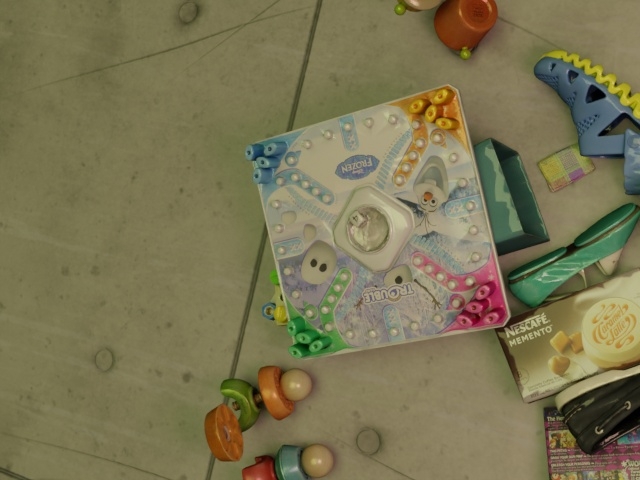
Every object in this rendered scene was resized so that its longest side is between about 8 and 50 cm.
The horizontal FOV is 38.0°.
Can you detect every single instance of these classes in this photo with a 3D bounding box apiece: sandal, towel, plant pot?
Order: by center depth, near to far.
[{"bbox_3d":[0.463,-0.189,1.505,0.317,0.126,0.138,44,106,23],"label":"sandal"},{"bbox_3d":[0.232,-0.041,1.570,0.234,0.166,0.165,-23,76,25],"label":"plant pot"},{"bbox_3d":[0.415,-0.125,1.576,0.083,0.009,0.060,-30,73,17],"label":"towel"}]

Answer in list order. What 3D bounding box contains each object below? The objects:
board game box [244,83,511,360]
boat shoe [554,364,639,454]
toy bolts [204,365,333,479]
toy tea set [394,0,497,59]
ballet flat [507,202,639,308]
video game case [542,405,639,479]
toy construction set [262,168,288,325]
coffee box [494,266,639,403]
[{"bbox_3d":[0.079,-0.018,1.520,0.390,0.050,0.389,-13,88,27],"label":"board game box"},{"bbox_3d":[0.525,0.229,1.383,0.340,0.127,0.113,-22,57,16],"label":"boat shoe"},{"bbox_3d":[-0.079,0.347,1.647,0.159,0.218,0.228,-20,95,14],"label":"toy bolts"},{"bbox_3d":[0.255,-0.490,1.635,0.200,0.124,0.336,33,78,-10],"label":"toy tea set"},{"bbox_3d":[0.429,0.034,1.524,0.247,0.083,0.087,-33,97,17],"label":"ballet flat"},{"bbox_3d":[0.475,0.357,1.456,0.232,0.042,0.210,-10,67,22],"label":"video game case"},{"bbox_3d":[0.000,0.000,1.677,0.215,0.151,0.327,5,97,24],"label":"toy construction set"},{"bbox_3d":[0.423,0.155,1.491,0.247,0.098,0.141,-23,75,19],"label":"coffee box"}]
